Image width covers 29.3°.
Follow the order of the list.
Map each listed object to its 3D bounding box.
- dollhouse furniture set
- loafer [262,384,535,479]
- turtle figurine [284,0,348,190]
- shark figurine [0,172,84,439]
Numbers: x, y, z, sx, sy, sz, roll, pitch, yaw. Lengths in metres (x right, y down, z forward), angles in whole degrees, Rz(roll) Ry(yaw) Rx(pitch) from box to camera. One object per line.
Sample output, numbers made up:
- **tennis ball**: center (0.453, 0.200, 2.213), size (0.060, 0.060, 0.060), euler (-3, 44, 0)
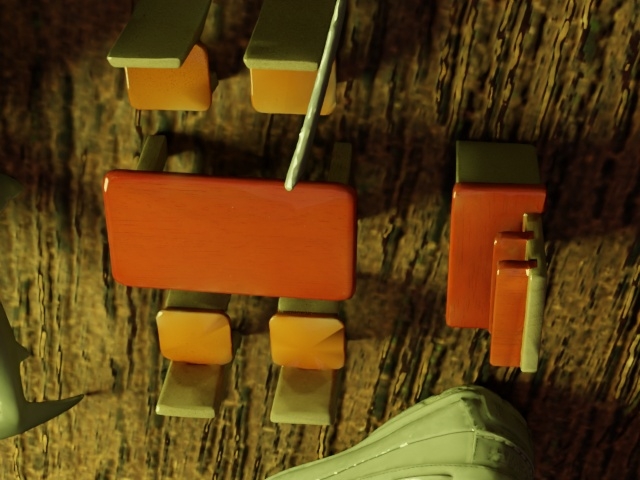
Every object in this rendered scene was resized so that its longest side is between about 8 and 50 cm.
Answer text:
- **dollhouse furniture set**: center (0.000, 0.000, 0.723), size (0.259, 0.135, 0.262), euler (3, 124, 6)
- **loafer**: center (0.015, 0.217, 0.883), size (0.112, 0.111, 0.319), euler (41, 120, -18)
- **turtle figurine**: center (-0.043, -0.215, 0.564), size (0.198, 0.266, 0.275), euler (35, 173, 22)
- **shark figurine**: center (-0.228, 0.018, 0.797), size (0.166, 0.116, 0.278), euler (-8, 121, 54)
